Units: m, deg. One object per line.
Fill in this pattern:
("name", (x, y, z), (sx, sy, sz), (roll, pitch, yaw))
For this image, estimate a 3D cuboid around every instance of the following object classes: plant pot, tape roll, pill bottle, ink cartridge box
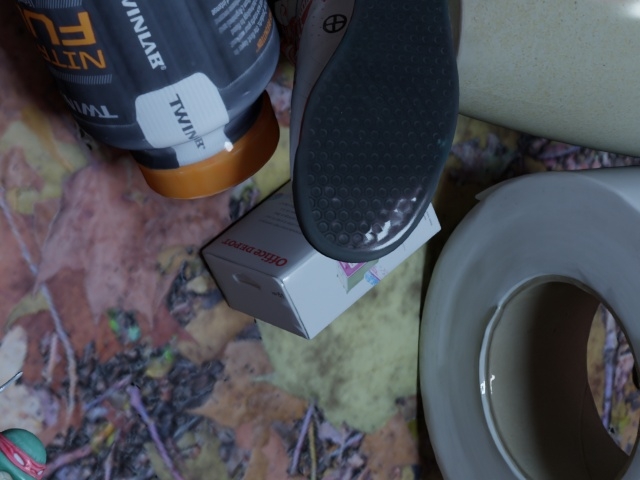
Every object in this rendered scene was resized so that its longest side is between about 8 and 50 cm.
("plant pot", (0.192, -0.160, 1.106), (0.274, 0.256, 0.256), (-6, 103, -19))
("tape roll", (0.190, 0.091, 1.108), (0.100, 0.286, 0.286), (-5, 102, -35))
("pill bottle", (-0.101, -0.140, 0.929), (0.130, 0.130, 0.246), (-41, 130, -23))
("ink cartridge box", (0.000, 0.000, 1.068), (0.122, 0.088, 0.052), (-38, 122, -24))

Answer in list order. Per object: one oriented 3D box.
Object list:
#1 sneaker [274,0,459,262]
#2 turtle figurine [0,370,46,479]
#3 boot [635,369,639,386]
("sneaker", (0.021, -0.101, 1.005), (0.090, 0.145, 0.270), (9, 73, -12))
("turtle figurine", (-0.211, 0.182, 0.932), (0.175, 0.118, 0.234), (42, 87, -26))
("boot", (0.319, 0.086, 1.316), (0.121, 0.099, 0.045), (-34, 116, -27))
